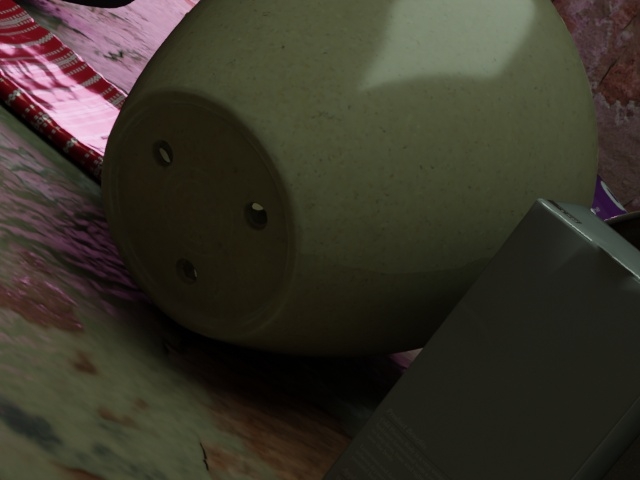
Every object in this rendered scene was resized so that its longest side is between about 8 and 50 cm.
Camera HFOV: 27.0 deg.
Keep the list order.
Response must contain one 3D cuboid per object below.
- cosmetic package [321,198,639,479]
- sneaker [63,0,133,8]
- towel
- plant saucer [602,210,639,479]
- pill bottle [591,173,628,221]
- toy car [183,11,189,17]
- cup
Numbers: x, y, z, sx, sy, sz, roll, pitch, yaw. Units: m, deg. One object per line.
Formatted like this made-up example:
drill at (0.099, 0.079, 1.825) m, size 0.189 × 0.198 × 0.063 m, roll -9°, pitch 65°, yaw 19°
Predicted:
cosmetic package at (0.123, 0.102, 0.818) m, size 0.127 × 0.238 × 0.107 m, roll 44°, pitch 15°, yaw 22°
sneaker at (-0.300, -0.286, 1.305) m, size 0.331 × 0.122 × 0.146 m, roll 22°, pitch 35°, yaw -43°
towel at (-0.235, -0.141, 1.138) m, size 0.275 × 0.031 × 0.199 m, roll 39°, pitch 15°, yaw 5°
plant saucer at (0.239, 0.133, 0.866) m, size 0.310 × 0.310 × 0.050 m, roll 43°, pitch 9°, yaw 20°
pill bottle at (0.155, 0.000, 1.092) m, size 0.323 × 0.181 × 0.181 m, roll 54°, pitch 16°, yaw 8°
toy car at (-0.071, -0.168, 1.587) m, size 0.225 × 0.053 × 0.239 m, roll 32°, pitch 16°, yaw -25°
cup at (-0.009, -0.051, 0.923) m, size 0.331 × 0.331 × 0.237 m, roll 43°, pitch 38°, yaw 18°
